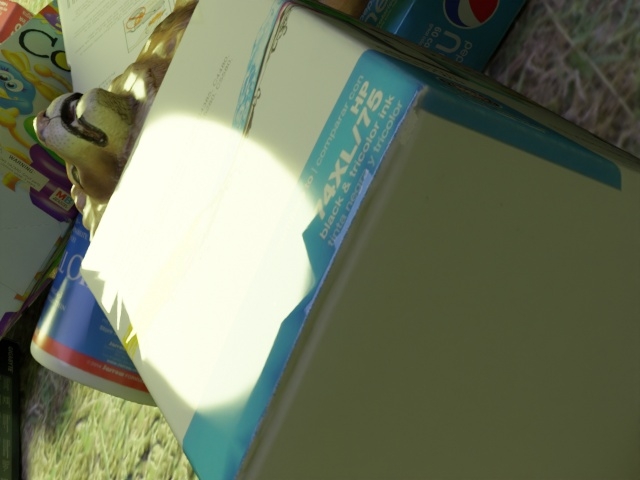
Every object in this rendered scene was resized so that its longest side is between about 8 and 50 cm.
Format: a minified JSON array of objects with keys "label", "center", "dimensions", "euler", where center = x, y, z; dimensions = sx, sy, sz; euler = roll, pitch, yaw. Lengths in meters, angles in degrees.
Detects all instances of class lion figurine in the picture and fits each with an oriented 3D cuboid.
[{"label":"lion figurine","center":[-0.046,-0.185,0.949],"dimensions":[0.240,0.142,0.392],"euler":[-44,22,46]}]

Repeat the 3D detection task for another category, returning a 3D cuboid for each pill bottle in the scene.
[{"label":"pill bottle","center":[-0.122,0.001,1.089],"dimensions":[0.124,0.124,0.221],"euler":[21,91,63]}]

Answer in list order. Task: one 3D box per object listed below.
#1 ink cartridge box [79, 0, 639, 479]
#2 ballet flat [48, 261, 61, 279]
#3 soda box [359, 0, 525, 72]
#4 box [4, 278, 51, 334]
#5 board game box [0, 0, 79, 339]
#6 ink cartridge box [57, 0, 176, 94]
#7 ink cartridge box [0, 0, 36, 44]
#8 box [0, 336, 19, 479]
[{"label":"ink cartridge box","center":[0.032,0.009,0.722],"dimensions":[0.197,0.198,0.270],"euler":[-65,28,11]},{"label":"ballet flat","center":[-0.263,-0.015,1.349],"dimensions":[0.067,0.073,0.206],"euler":[-50,54,24]},{"label":"soda box","center":[0.062,-0.130,0.898],"dimensions":[0.210,0.067,0.071],"euler":[-58,29,22]},{"label":"box","center":[-0.363,0.034,1.508],"dimensions":[0.201,0.057,0.293],"euler":[-51,25,-11]},{"label":"board game box","center":[-0.245,-0.069,1.227],"dimensions":[0.142,0.144,0.275],"euler":[-53,6,30]},{"label":"ink cartridge box","center":[-0.088,-0.212,1.154],"dimensions":[0.275,0.060,0.239],"euler":[-40,37,17]},{"label":"ink cartridge box","center":[-0.383,-0.151,1.553],"dimensions":[0.158,0.092,0.218],"euler":[21,81,44]},{"label":"box","center":[-0.354,0.226,1.444],"dimensions":[0.175,0.051,0.220],"euler":[-52,32,31]}]
